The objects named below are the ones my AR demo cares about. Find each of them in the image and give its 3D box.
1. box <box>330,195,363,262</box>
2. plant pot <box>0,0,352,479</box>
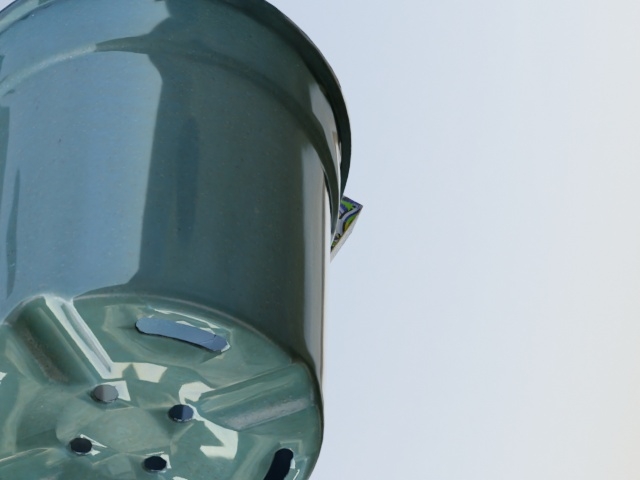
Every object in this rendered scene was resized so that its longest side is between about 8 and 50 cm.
[{"bbox_3d":[0.000,0.000,1.863,0.169,0.054,0.059,-53,-11,-50],"label":"box"},{"bbox_3d":[-0.132,0.029,0.979,0.334,0.341,0.341,-96,0,-51],"label":"plant pot"}]
